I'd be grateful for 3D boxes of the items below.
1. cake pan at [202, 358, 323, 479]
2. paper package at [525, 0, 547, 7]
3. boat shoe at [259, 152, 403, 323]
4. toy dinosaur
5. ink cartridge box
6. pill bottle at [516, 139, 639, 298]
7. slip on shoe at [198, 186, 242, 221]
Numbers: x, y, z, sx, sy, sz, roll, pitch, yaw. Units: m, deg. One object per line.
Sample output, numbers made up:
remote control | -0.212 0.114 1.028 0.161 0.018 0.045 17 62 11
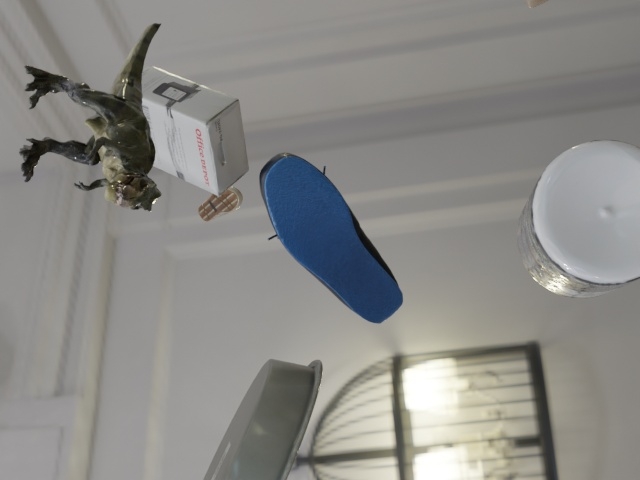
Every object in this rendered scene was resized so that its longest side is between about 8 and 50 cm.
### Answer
cake pan | -0.084 0.250 1.067 0.293 0.054 0.293 -63 5 9
paper package | 0.463 -0.594 1.768 0.168 0.310 0.325 65 -173 12
boat shoe | 0.000 0.000 1.215 0.258 0.109 0.089 59 177 -28
toy dinosaur | -0.197 -0.105 0.873 0.064 0.118 0.268 96 169 -45
ink cartridge box | -0.165 -0.134 1.219 0.063 0.150 0.109 -43 -36 -34
pill bottle | 0.261 -0.011 0.983 0.245 0.131 0.130 47 -144 -80
slip on shoe | -0.179 -0.072 1.872 0.041 0.135 0.051 -33 -89 -38
